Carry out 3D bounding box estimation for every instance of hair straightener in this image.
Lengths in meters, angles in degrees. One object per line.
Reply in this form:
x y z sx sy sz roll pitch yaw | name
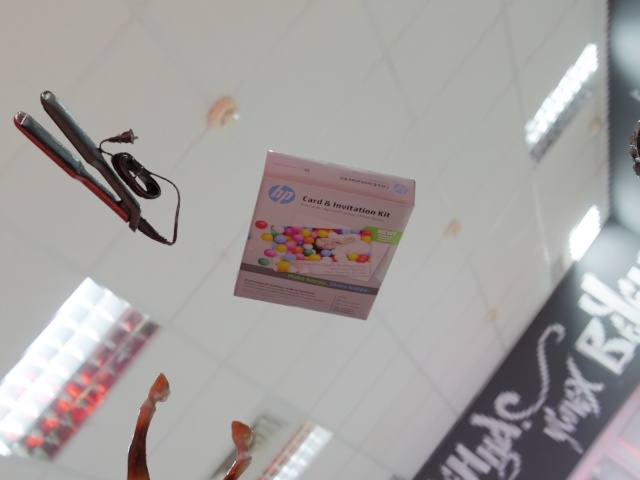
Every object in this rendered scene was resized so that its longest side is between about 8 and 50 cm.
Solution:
-0.238 -0.084 1.242 0.089 0.230 0.047 -38 17 15 | hair straightener

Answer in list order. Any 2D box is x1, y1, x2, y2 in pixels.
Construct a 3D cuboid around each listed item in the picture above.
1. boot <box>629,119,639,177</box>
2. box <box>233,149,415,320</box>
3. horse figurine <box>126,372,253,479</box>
0.450 -0.006 1.162 0.131 0.348 0.260 -27 -6 13 | boot
0.000 0.000 1.070 0.186 0.145 0.038 109 169 -47 | box
-0.039 0.187 0.583 0.066 0.263 0.174 99 -165 -58 | horse figurine
